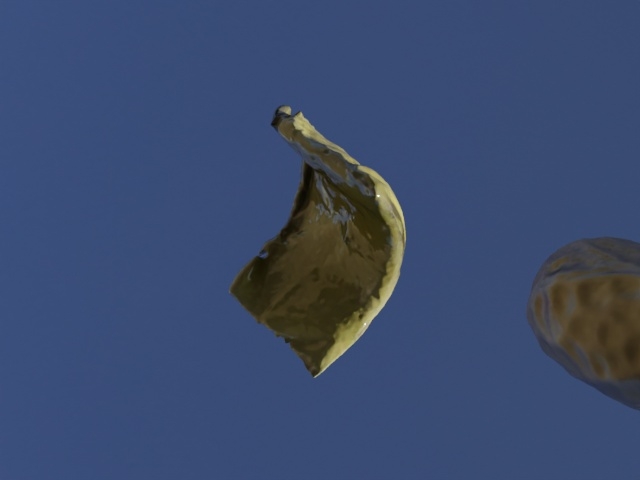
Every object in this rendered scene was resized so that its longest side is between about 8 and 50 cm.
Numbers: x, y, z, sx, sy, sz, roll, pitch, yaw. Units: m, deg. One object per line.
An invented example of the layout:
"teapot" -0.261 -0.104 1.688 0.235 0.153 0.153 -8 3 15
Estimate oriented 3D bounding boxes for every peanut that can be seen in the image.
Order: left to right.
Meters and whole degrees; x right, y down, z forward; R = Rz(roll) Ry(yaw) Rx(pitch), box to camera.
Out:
"peanut" 0.253 0.041 0.924 0.298 0.120 0.136 -12 -93 47

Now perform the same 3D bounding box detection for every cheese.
"cheese" 0.000 0.001 0.522 0.060 0.041 0.084 35 -62 32
